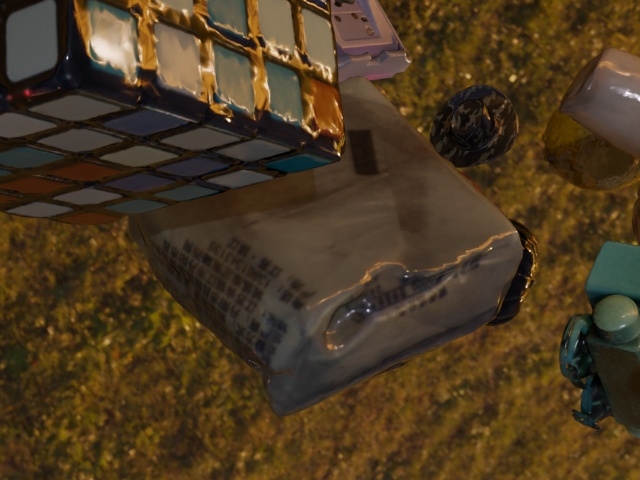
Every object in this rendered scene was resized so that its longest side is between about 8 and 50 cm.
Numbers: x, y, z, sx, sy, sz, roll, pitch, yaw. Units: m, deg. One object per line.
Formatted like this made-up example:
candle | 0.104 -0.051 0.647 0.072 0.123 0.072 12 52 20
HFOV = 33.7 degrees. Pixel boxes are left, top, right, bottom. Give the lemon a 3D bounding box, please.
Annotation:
lemon | 0.530 -0.192 1.967 0.260 0.204 0.204 -19 136 -17

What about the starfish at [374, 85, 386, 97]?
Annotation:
starfish | -0.026 -0.149 1.237 0.190 0.146 0.074 0 100 -17

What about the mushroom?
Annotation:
mushroom | 0.448 -0.113 1.215 0.314 0.336 0.314 -55 175 -7

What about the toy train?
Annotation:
toy train | 0.317 0.098 1.026 0.163 0.112 0.203 -60 142 -26

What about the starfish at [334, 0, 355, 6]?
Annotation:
starfish | -0.040 -0.351 1.051 0.375 0.327 0.094 26 110 -44

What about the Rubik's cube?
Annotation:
Rubik's cube | -0.116 -0.118 0.494 0.187 0.184 0.182 -10 168 32

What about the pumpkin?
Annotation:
pumpkin | 0.339 0.061 2.060 0.220 0.162 0.220 16 90 -74

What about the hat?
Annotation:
hat | 0.186 -0.146 1.298 0.121 0.121 0.050 -40 151 -3

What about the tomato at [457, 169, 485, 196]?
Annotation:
tomato | 0.103 0.028 1.120 0.112 0.228 0.199 20 76 -38

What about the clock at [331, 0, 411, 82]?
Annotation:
clock | 0.054 -0.407 2.071 0.253 0.186 0.083 -16 162 -41

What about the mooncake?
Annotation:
mooncake | 0.000 0.004 0.846 0.250 0.254 0.136 -26 147 -27
